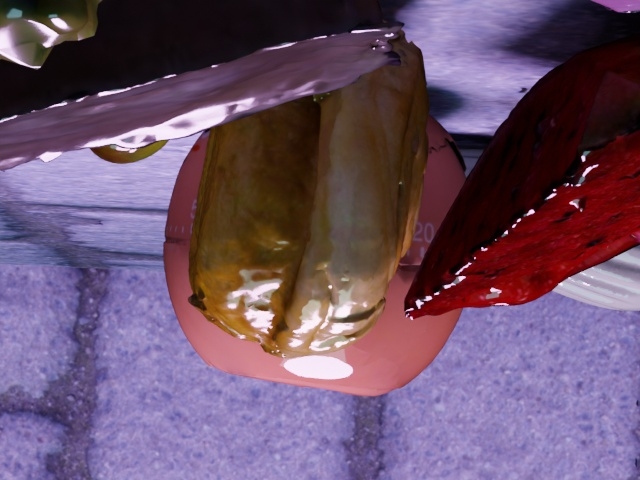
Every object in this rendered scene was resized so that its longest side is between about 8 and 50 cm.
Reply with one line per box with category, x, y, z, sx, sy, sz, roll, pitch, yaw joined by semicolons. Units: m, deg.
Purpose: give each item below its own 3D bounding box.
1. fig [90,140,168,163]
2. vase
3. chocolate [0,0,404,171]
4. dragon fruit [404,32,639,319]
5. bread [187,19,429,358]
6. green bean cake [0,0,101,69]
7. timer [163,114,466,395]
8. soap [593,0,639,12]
fig;-0.121;-0.090;1.108;0.088;0.074;0.074;-20;171;8
vase;0.190;-0.020;1.418;0.248;0.128;0.128;13;172;-14
chocolate;-0.134;-0.079;0.602;0.321;0.112;0.112;-15;176;-6
dragon fruit;0.193;-0.059;0.999;0.282;0.100;0.343;-13;165;-20
bread;-0.008;-0.030;0.987;0.120;0.198;0.236;9;174;-6
green bean cake;-0.175;-0.100;0.370;0.310;0.202;0.285;1;176;20
timer;0.000;0.000;1.247;0.230;0.215;0.229;9;175;1
soap;0.097;-0.133;0.586;0.122;0.065;0.203;-2;173;41
